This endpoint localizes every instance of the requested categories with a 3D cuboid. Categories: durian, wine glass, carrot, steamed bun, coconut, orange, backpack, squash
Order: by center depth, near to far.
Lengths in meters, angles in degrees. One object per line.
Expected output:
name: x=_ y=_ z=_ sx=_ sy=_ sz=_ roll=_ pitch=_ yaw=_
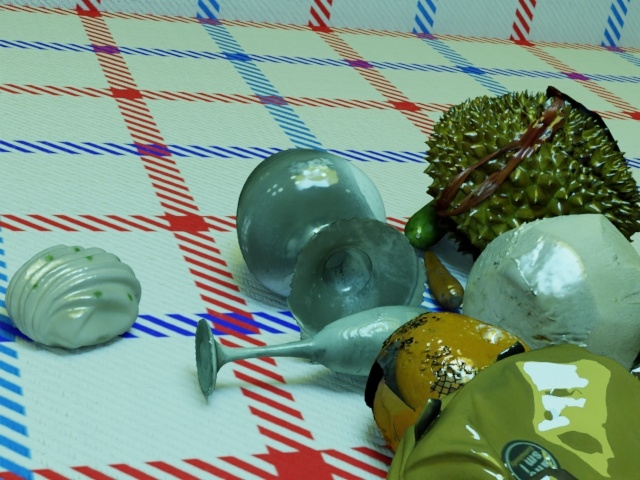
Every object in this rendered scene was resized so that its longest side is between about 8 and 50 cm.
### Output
backpack: x=0.255 y=0.273 z=1.029 sx=0.378 sy=0.201 sz=0.353 roll=44 pitch=45 yaw=15
orange: x=0.171 y=0.188 z=1.310 sx=0.234 sy=0.182 sz=0.234 roll=16 pitch=13 yaw=-4
wine glass: x=0.019 y=0.097 z=1.347 sx=0.310 sy=0.264 sz=0.096 roll=-3 pitch=61 yaw=-18
steamed bun: x=-0.332 y=0.066 z=1.471 sx=0.183 sy=0.106 sz=0.183 roll=9 pitch=24 yaw=-4
coconut: x=0.338 y=0.083 z=1.509 sx=0.247 sy=0.245 sz=0.245 roll=-16 pitch=35 yaw=-36
wine glass: x=0.000 y=0.000 z=1.592 sx=0.238 sy=0.238 sz=0.323 roll=2 pitch=24 yaw=-17
carrot: x=0.189 y=0.055 z=1.759 sx=0.048 sy=0.048 sz=0.216 roll=5 pitch=20 yaw=-9
durian: x=0.350 y=-0.092 z=1.800 sx=0.384 sy=0.347 sz=0.347 roll=23 pitch=27 yaw=12
squash: x=0.201 y=-0.036 z=1.924 sx=0.069 sy=0.069 sz=0.258 roll=19 pitch=23 yaw=19

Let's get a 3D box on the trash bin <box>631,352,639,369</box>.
trash bin: x=0.646 y=0.140 z=1.493 sx=0.381 sy=0.295 sz=0.259 roll=18 pitch=23 yaw=-6
